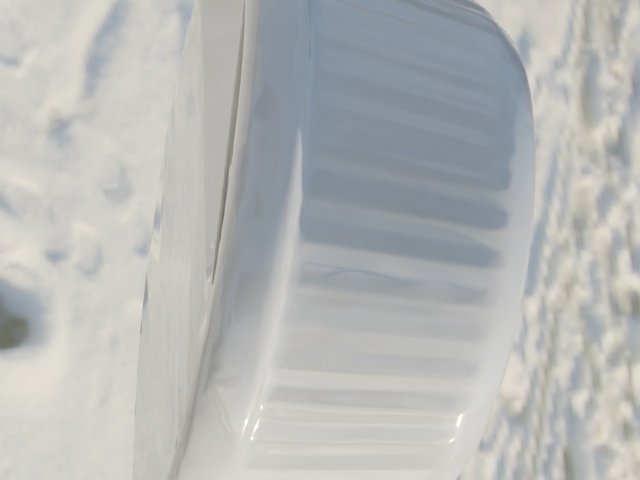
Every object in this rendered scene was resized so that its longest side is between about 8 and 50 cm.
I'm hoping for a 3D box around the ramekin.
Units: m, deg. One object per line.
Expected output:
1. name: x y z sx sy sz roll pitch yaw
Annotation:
1. ramekin: 0.000 0.000 0.726 0.273 0.127 0.273 -172 -90 -79
